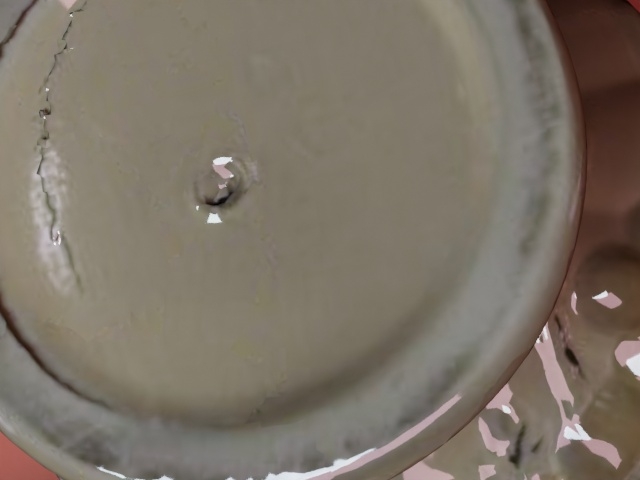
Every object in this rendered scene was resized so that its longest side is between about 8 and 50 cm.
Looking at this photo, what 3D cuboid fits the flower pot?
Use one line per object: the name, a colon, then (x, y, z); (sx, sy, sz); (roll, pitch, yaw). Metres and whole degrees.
flower pot: (0.000, 0.000, 0.535); (0.307, 0.244, 0.308); (-3, 80, 15)
